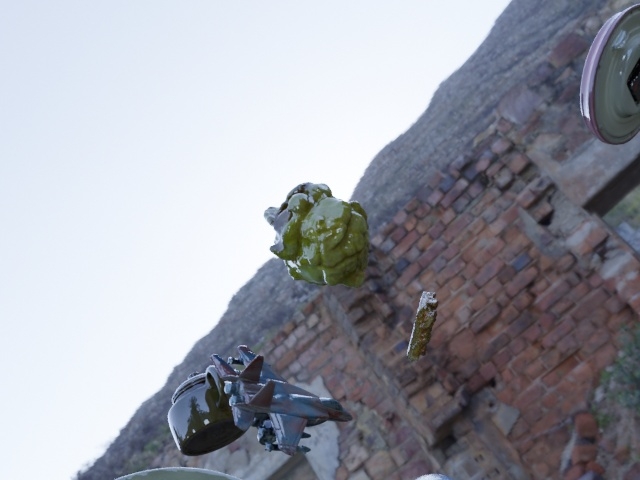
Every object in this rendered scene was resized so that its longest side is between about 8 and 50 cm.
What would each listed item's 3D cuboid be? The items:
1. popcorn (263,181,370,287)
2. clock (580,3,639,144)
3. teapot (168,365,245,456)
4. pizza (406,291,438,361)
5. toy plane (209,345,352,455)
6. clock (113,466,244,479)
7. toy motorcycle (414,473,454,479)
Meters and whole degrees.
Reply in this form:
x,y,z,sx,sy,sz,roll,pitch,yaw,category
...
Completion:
x,y,z,sx,sy,sz,roll,pitch,yaw,category
0.000,0.000,1.300,0.195,0.255,0.256,-49,12,-21,popcorn
0.551,-0.293,1.077,0.244,0.056,0.245,-16,-63,-35,clock
-0.277,0.393,1.456,0.185,0.175,0.268,-9,-38,-34,teapot
0.238,0.193,1.380,0.134,0.046,0.175,69,-143,-72,pizza
-0.050,0.287,1.029,0.104,0.223,0.326,-42,-43,9,toy plane
-0.085,0.255,0.388,0.234,0.235,0.029,-7,-47,-46,clock
0.142,0.443,0.690,0.172,0.232,0.417,-2,-65,-1,toy motorcycle
